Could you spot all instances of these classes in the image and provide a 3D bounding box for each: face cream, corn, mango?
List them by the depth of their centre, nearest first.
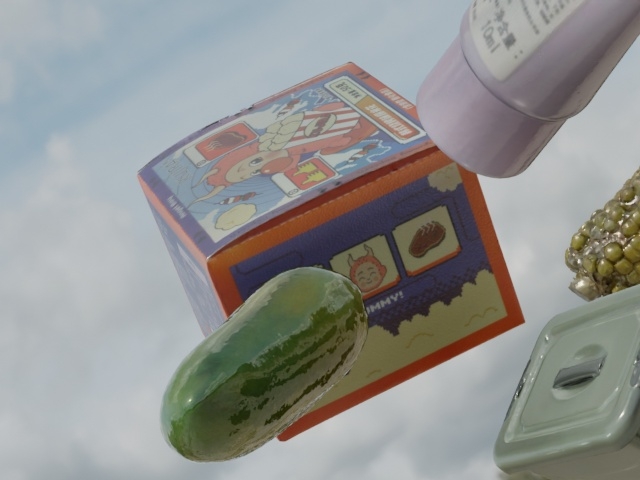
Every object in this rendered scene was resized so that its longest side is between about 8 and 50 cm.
[{"bbox_3d":[0.161,-0.158,1.041,0.096,0.154,0.274,21,-48,-18],"label":"face cream"},{"bbox_3d":[-0.046,0.095,1.225,0.237,0.091,0.137,-34,-18,-50],"label":"mango"},{"bbox_3d":[0.345,-0.065,1.550,0.320,0.097,0.097,-49,-17,2],"label":"corn"}]

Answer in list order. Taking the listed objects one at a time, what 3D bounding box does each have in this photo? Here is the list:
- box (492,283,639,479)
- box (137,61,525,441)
[{"bbox_3d":[0.201,0.105,1.104,0.124,0.093,0.172,-65,15,-22],"label":"box"},{"bbox_3d":[0.000,0.000,1.974,0.318,0.257,0.349,-26,24,-8],"label":"box"}]
